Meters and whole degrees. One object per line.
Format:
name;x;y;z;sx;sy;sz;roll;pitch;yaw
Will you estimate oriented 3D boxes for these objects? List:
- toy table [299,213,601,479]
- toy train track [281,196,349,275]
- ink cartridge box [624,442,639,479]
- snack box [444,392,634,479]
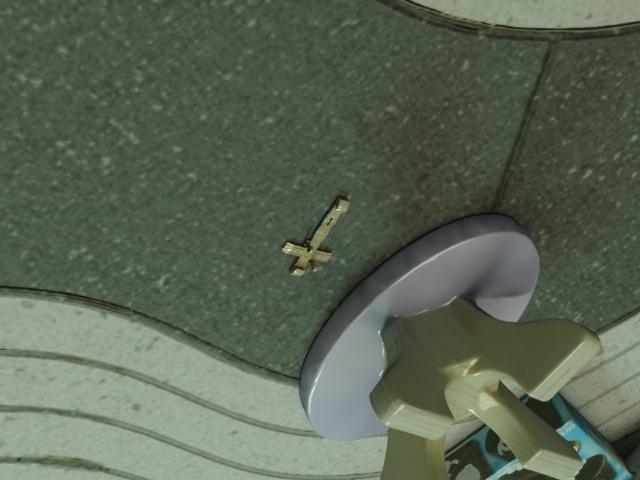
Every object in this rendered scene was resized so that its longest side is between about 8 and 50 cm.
toy table;0.114;0.126;1.039;0.252;0.161;0.274;11;123;-34
toy train track;0.000;0.000;0.970;0.048;0.014;0.083;14;122;-35
ink cartridge box;0.383;0.469;1.367;0.308;0.091;0.385;39;91;-13
snack box;0.172;0.304;1.302;0.322;0.060;0.187;-38;135;11
